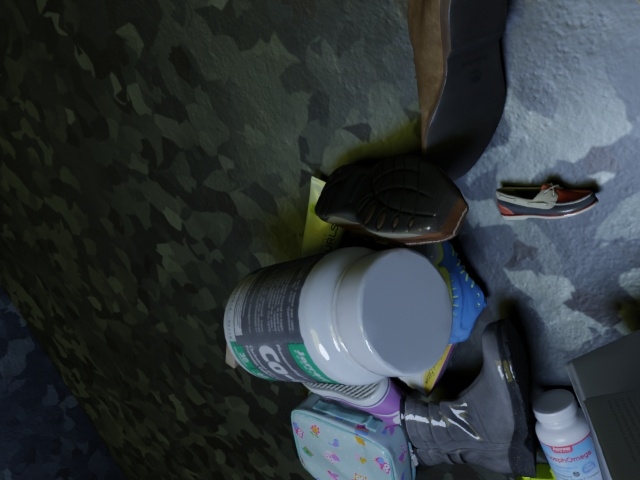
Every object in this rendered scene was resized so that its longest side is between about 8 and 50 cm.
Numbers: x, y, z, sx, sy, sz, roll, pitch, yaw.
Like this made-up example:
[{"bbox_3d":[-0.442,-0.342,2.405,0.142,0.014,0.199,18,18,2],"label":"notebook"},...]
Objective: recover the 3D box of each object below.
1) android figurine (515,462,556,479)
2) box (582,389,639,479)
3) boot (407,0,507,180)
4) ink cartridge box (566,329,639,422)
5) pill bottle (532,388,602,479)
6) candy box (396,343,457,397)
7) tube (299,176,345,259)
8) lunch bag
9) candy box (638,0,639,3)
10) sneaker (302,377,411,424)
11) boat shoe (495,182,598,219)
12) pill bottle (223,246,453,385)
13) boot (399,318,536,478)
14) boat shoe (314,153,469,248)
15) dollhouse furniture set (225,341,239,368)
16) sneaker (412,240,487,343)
[{"bbox_3d":[0.444,0.507,1.096,0.248,0.056,0.273,-16,106,47],"label":"android figurine"},{"bbox_3d":[0.447,0.243,0.542,0.345,0.168,0.215,-14,102,16],"label":"box"},{"bbox_3d":[0.169,-0.218,0.813,0.115,0.112,0.305,-127,25,-45],"label":"boot"},{"bbox_3d":[0.524,0.274,0.712,0.285,0.166,0.395,-31,98,19],"label":"ink cartridge box"},{"bbox_3d":[0.399,0.323,0.985,0.087,0.087,0.160,-14,108,45],"label":"pill bottle"},{"bbox_3d":[0.128,0.155,1.109,0.233,0.071,0.159,29,134,21],"label":"candy box"},{"bbox_3d":[0.000,0.000,1.119,0.062,0.070,0.240,-112,30,-47],"label":"tube"},{"bbox_3d":[0.074,0.443,1.334,0.279,0.108,0.224,10,122,35],"label":"lunch bag"},{"bbox_3d":[0.369,-0.304,0.563,0.316,0.087,0.183,50,138,-1],"label":"candy box"},{"bbox_3d":[0.071,0.299,1.243,0.161,0.102,0.282,39,167,-32],"label":"sneaker"},{"bbox_3d":[0.301,-0.056,0.830,0.137,0.049,0.043,-3,115,47],"label":"boat shoe"},{"bbox_3d":[0.015,0.119,0.956,0.361,0.204,0.204,-16,108,54],"label":"pill bottle"},{"bbox_3d":[0.232,0.276,1.020,0.222,0.118,0.338,-3,121,23],"label":"boot"},{"bbox_3d":[0.111,-0.047,0.897,0.120,0.122,0.324,32,175,-25],"label":"boat shoe"},{"bbox_3d":[-0.098,0.198,1.273,0.123,0.151,0.144,31,137,20],"label":"dollhouse furniture set"},{"bbox_3d":[0.198,0.058,0.982,0.091,0.126,0.240,-168,78,-66],"label":"sneaker"}]
